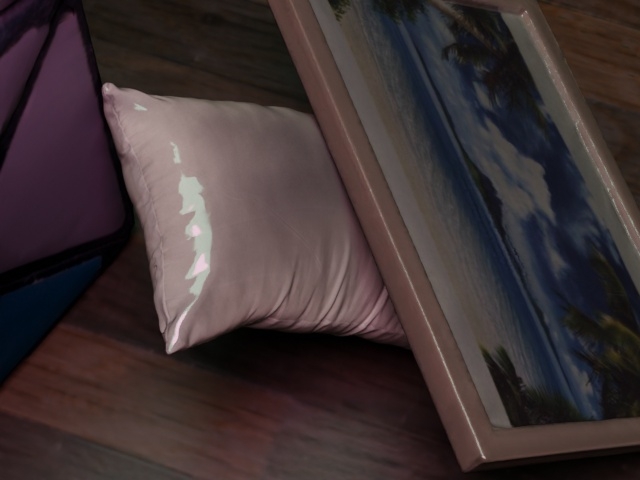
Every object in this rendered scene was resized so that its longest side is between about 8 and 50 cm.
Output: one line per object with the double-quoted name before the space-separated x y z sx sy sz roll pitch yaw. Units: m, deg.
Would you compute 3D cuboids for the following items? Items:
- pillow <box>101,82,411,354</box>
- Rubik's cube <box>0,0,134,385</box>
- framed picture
"pillow" 0.000 0.001 0.840 0.254 0.078 0.144 10 64 -43
"Rubik's cube" -0.300 -0.047 0.800 0.305 0.307 0.310 30 67 16
"framed picture" 0.101 -0.023 0.867 0.232 0.024 0.315 1 56 -43
